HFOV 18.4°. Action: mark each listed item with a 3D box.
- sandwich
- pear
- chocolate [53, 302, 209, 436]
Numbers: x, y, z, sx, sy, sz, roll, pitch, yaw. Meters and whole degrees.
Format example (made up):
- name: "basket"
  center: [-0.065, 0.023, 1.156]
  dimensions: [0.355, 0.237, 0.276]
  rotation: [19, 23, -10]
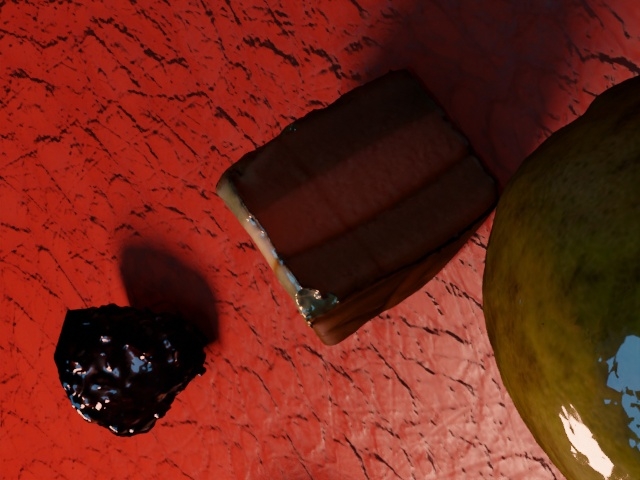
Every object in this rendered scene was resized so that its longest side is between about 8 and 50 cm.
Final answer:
- name: "sandwich"
  center: [0.000, 0.000, 1.640]
  dimensions: [0.155, 0.227, 0.198]
  rotation: [54, 143, 10]
- name: "pear"
  center: [0.288, 0.054, 1.250]
  dimensions: [0.413, 0.352, 0.352]
  rotation: [45, 142, 32]
- name: "chocolate"
  center: [-0.177, 0.117, 2.040]
  dimensions: [0.133, 0.156, 0.156]
  rotation: [-29, 91, 28]
